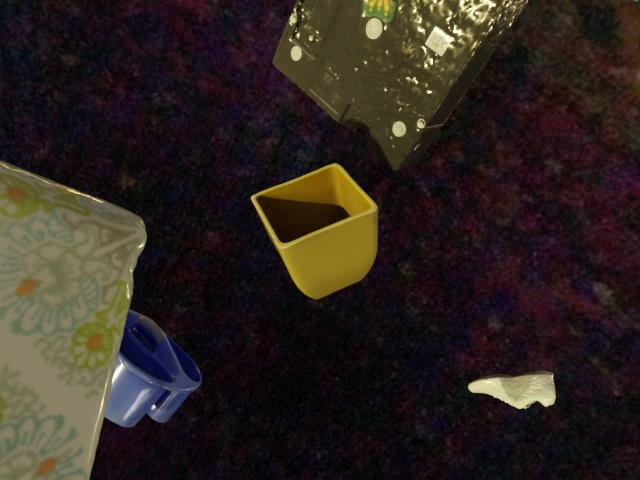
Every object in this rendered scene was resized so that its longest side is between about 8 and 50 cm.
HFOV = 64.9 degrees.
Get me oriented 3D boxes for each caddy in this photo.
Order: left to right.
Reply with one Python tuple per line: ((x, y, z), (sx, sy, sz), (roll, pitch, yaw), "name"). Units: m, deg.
((-0.433, 0.269, 1.176), (0.341, 0.179, 0.241), (35, 1, 26), "caddy")

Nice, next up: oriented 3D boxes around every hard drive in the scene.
((0.099, -0.281, 0.558), (0.237, 0.339, 0.064), (44, 39, 18), "hard drive")

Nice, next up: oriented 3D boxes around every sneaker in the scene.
((0.333, 0.265, 0.884), (0.053, 0.152, 0.061), (1, 77, -50), "sneaker")

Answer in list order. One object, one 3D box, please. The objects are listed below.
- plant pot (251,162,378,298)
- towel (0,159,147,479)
((0.000, 0.000, 0.423), (0.081, 0.083, 0.081), (-22, 40, -10), "plant pot")
((-0.318, 0.100, 0.376), (0.320, 0.090, 0.375), (29, 61, -48), "towel")
